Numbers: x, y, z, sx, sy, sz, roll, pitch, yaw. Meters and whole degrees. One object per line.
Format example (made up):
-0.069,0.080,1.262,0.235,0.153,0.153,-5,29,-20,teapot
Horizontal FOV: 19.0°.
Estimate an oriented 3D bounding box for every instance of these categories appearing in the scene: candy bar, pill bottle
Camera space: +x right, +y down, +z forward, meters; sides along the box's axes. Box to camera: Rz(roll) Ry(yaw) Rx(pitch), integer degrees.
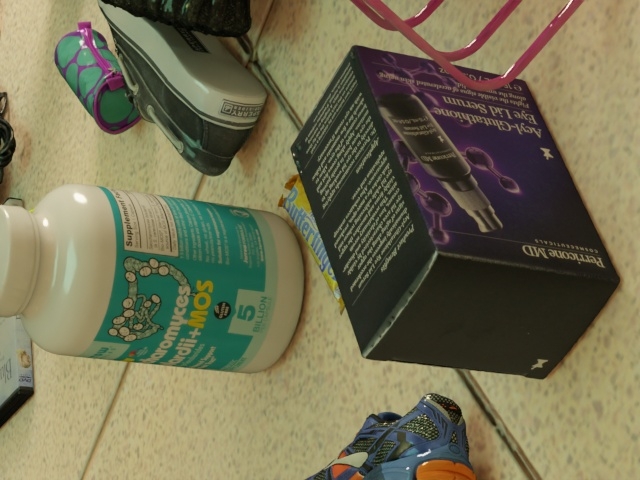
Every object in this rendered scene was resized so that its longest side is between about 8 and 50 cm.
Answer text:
0.000,0.000,1.606,0.040,0.018,0.161,-65,34,28,candy bar
-0.158,0.031,1.625,0.146,0.264,0.146,-23,64,58,pill bottle

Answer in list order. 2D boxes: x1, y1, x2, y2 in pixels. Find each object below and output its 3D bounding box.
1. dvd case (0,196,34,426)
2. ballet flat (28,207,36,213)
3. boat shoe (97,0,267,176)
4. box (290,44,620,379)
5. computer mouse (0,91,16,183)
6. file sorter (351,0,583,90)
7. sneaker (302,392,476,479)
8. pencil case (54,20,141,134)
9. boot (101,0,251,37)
-0.388,0.099,2.268,0.180,0.022,0.253,-42,48,49,dvd case
-0.260,0.007,2.005,0.231,0.077,0.077,24,103,60,ballet flat
-0.147,-0.162,1.830,0.301,0.108,0.102,48,123,45,boat shoe
0.088,-0.019,1.316,0.108,0.153,0.207,-57,39,36,box
-0.458,-0.056,2.352,0.272,0.072,0.188,-65,28,21,computer mouse
0.067,-0.258,1.343,0.202,0.182,0.290,-49,35,5,file sorter
0.046,0.176,1.435,0.221,0.083,0.087,-27,46,50,sneaker
-0.231,-0.171,2.013,0.151,0.064,0.070,-132,40,-53,pencil case
-0.064,-0.305,1.639,0.348,0.131,0.260,8,77,65,boot
